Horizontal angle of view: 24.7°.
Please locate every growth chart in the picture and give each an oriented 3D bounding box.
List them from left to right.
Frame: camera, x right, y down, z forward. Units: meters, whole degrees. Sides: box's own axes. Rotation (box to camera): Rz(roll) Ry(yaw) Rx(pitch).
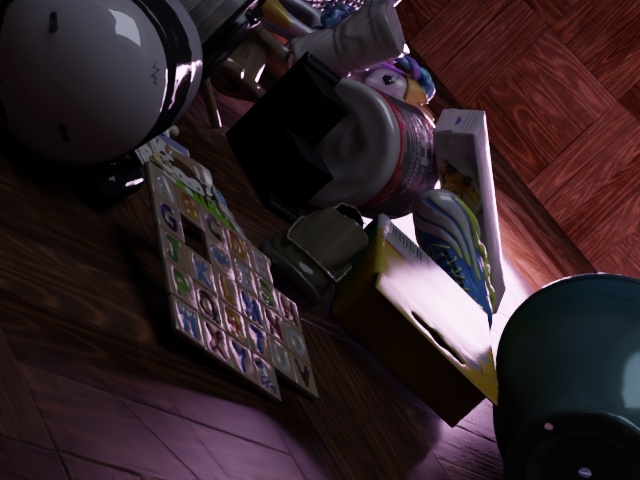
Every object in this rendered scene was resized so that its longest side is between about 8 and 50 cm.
[{"bbox_3d":[-0.148,-0.067,1.579,0.237,0.021,0.172,55,15,29],"label":"growth chart"}]

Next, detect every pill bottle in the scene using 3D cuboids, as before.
[{"bbox_3d":[0.072,-0.119,2.051,0.176,0.176,0.318,50,14,17],"label":"pill bottle"}]

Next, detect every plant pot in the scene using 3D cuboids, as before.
[{"bbox_3d":[0.323,0.213,1.712,0.271,0.272,0.255,44,27,-7],"label":"plant pot"}]

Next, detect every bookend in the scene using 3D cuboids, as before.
[{"bbox_3d":[-0.021,-0.128,1.842,0.072,0.157,0.156,32,19,-44],"label":"bookend"}]

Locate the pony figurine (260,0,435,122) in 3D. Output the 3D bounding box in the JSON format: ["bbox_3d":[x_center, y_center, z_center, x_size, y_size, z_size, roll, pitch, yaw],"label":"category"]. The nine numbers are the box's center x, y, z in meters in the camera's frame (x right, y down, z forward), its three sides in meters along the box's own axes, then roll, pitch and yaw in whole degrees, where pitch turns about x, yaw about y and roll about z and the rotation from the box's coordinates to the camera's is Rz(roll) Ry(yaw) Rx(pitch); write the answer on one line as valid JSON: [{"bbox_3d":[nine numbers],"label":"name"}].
[{"bbox_3d":[0.009,-0.313,2.320,0.363,0.303,0.351,24,22,-11],"label":"pony figurine"}]

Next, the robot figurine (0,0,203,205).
[{"bbox_3d":[-0.209,-0.163,1.360,0.209,0.173,0.278,42,14,-3],"label":"robot figurine"}]

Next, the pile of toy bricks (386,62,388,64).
[{"bbox_3d":[0.059,-0.267,2.619,0.212,0.118,0.105,166,-82,-76],"label":"pile of toy bricks"}]

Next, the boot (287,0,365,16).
[{"bbox_3d":[-0.034,-0.440,2.661,0.223,0.118,0.338,18,-12,46],"label":"boot"}]

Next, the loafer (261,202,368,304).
[{"bbox_3d":[0.000,0.000,1.681,0.094,0.087,0.251,45,13,-5],"label":"loafer"}]

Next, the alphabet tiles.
[{"bbox_3d":[-0.078,0.055,1.355,0.237,0.009,0.198,40,26,-45],"label":"alphabet tiles"}]

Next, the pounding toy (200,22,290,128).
[{"bbox_3d":[-0.162,-0.233,1.913,0.154,0.155,0.269,21,-6,22],"label":"pounding toy"}]

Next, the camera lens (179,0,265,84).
[{"bbox_3d":[-0.208,-0.303,1.648,0.274,0.219,0.219,44,14,-4],"label":"camera lens"}]

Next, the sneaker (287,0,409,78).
[{"bbox_3d":[0.033,-0.281,2.069,0.292,0.169,0.108,-55,124,-77],"label":"sneaker"}]

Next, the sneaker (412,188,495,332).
[{"bbox_3d":[0.196,0.044,2.039,0.126,0.091,0.240,-94,160,-56],"label":"sneaker"}]

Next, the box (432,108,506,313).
[{"bbox_3d":[0.216,-0.038,2.103,0.067,0.063,0.324,-60,147,-46],"label":"box"}]

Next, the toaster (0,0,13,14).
[{"bbox_3d":[-0.358,-0.300,1.395,0.227,0.129,0.146,45,16,-9],"label":"toaster"}]

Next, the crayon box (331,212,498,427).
[{"bbox_3d":[0.113,0.096,1.756,0.202,0.081,0.318,44,13,-8],"label":"crayon box"}]
